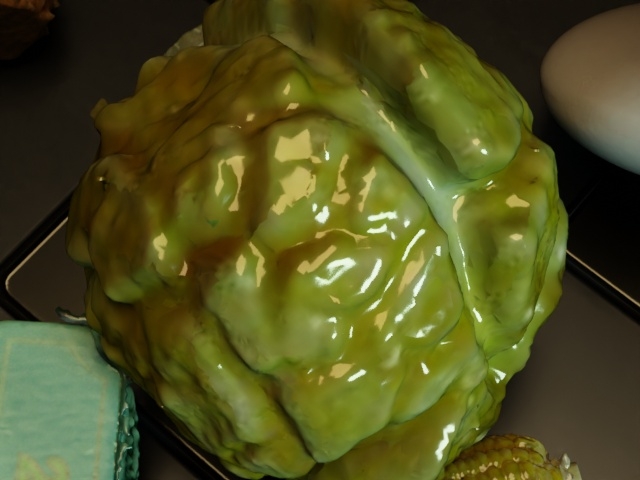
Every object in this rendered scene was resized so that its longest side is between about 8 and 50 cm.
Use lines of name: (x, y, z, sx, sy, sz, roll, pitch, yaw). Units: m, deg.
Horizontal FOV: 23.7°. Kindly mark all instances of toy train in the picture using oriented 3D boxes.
toy train: (-0.184, 0.141, 0.859, 0.163, 0.112, 0.203, 3, 67, -5)

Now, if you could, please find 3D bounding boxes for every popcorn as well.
popcorn: (-0.007, -0.007, 0.830, 0.282, 0.247, 0.282, -22, 49, 28)

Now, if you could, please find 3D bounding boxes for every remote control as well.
remote control: (0.296, -0.081, 0.905, 0.332, 0.104, 0.221, 8, 25, 13)

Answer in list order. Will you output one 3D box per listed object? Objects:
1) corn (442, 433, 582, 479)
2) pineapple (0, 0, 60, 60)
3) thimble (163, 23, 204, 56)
corn: (0.037, 0.166, 0.860, 0.238, 0.080, 0.080, -16, 67, -7)
pineapple: (-0.234, -0.259, 1.022, 0.119, 0.130, 0.277, -2, 65, -13)
thimble: (-0.053, -0.099, 0.973, 0.110, 0.084, 0.062, -27, 64, 7)
